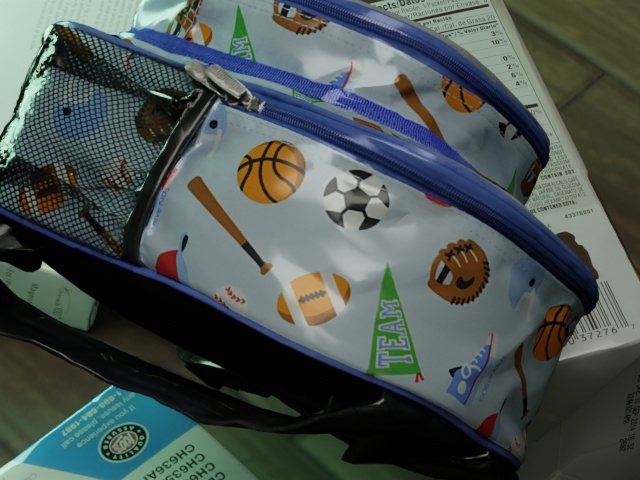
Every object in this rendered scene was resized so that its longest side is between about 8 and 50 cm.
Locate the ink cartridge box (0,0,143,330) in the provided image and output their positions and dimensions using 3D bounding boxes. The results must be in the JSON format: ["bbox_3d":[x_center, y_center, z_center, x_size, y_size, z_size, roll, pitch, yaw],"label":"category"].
[{"bbox_3d":[-0.126,-0.062,1.275,0.239,0.060,0.275,16,51,-8],"label":"ink cartridge box"}]

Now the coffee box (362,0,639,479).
[{"bbox_3d":[0.090,0.004,1.138,0.119,0.168,0.297,-14,51,-8],"label":"coffee box"}]

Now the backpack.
[{"bbox_3d":[0.000,0.000,0.915,0.263,0.276,0.213,30,92,33],"label":"backpack"}]

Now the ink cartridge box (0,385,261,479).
[{"bbox_3d":[-0.072,0.223,0.966,0.171,0.168,0.233,-36,57,-25],"label":"ink cartridge box"}]
